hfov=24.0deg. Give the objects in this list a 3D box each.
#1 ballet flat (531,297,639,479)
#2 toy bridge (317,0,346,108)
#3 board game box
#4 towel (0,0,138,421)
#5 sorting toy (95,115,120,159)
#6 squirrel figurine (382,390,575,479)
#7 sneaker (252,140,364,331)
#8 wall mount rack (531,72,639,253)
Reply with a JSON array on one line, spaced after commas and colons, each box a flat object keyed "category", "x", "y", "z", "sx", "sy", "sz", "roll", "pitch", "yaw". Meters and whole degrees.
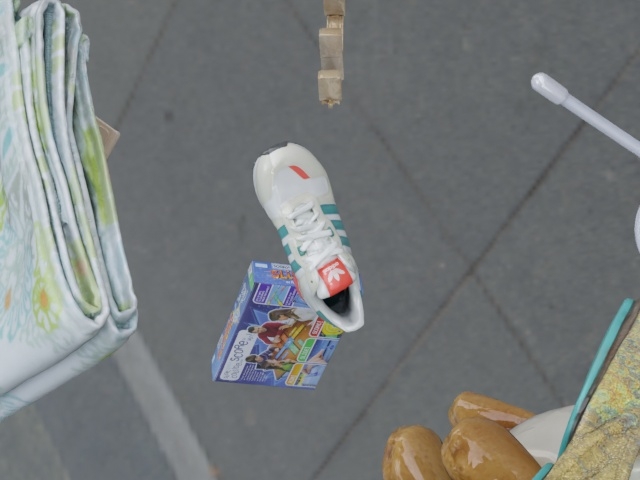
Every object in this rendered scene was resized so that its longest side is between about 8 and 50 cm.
[{"category": "ballet flat", "x": 0.187, "y": 0.161, "z": 0.948, "sx": 0.123, "sy": 0.348, "sz": 0.123, "roll": 15, "pitch": 125, "yaw": 23}, {"category": "toy bridge", "x": 0.013, "y": -0.198, "z": 1.613, "sx": 0.188, "sy": 0.026, "sz": 0.063, "roll": -87, "pitch": -5, "yaw": -49}, {"category": "board game box", "x": -0.044, "y": 0.107, "z": 1.831, "sx": 0.201, "sy": 0.136, "sz": 0.035, "roll": 115, "pitch": 155, "yaw": -45}, {"category": "towel", "x": -0.310, "y": -0.005, "z": 1.345, "sx": 0.374, "sy": 0.090, "sz": 0.320, "roll": -31, "pitch": 64, "yaw": 43}, {"category": "sorting toy", "x": -0.242, "y": -0.094, "z": 1.507, "sx": 0.062, "sy": 0.012, "sz": 0.083, "roll": 34, "pitch": 118, "yaw": -1}, {"category": "squirrel figurine", "x": 0.175, "y": 0.336, "z": 1.284, "sx": 0.281, "sy": 0.370, "sz": 0.397, "roll": -14, "pitch": 105, "yaw": 48}, {"category": "sneaker", "x": 0.000, "y": 0.000, "z": 1.127, "sx": 0.075, "sy": 0.057, "sz": 0.161, "roll": 49, "pitch": 161, "yaw": 52}, {"category": "wall mount rack", "x": 0.370, "y": -0.088, "z": 1.323, "sx": 0.350, "sy": 0.130, "sz": 0.304, "roll": -38, "pitch": 83, "yaw": 38}]
